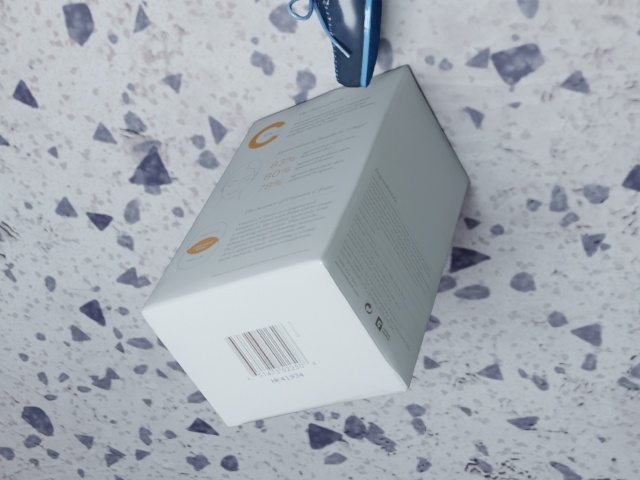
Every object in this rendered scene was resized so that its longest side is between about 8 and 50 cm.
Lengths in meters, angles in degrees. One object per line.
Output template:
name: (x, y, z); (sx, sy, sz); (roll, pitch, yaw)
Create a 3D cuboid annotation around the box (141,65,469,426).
box: (0.000, 0.000, 1.173); (0.215, 0.345, 0.168); (-16, 121, 30)

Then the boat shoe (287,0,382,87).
boat shoe: (0.014, -0.280, 1.117); (0.089, 0.109, 0.258); (1, 112, 10)
